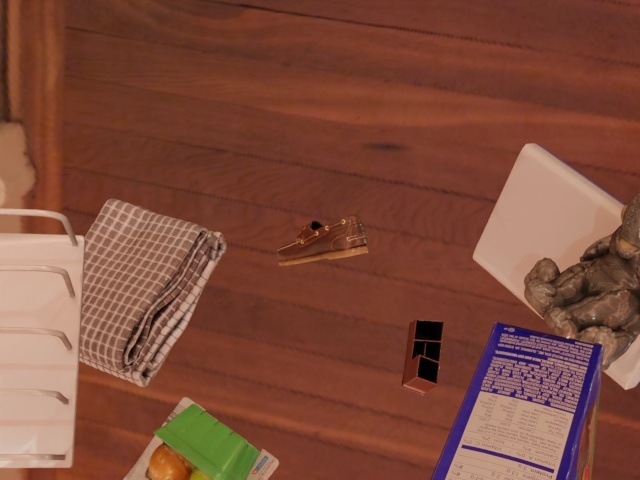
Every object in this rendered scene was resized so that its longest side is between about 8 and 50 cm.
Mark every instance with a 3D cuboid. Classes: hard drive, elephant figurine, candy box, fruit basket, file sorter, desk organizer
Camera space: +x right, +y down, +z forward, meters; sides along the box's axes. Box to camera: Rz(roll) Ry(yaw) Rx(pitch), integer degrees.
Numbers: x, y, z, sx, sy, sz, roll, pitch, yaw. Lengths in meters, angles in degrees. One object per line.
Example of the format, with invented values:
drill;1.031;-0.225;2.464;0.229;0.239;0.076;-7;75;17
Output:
hard drive;0.373;0.030;1.327;0.319;0.040;0.210;45;127;38
elephant figurine;0.379;0.037;1.110;0.239;0.186;0.169;-42;85;10
candy box;0.179;0.284;0.879;0.122;0.317;0.268;10;129;23
fruit basket;-0.292;0.550;1.989;0.327;0.165;0.353;23;76;40
file sorter;-0.372;0.109;1.021;0.193;0.173;0.277;2;75;-9
desk organizer;0.180;0.197;1.610;0.047;0.130;0.050;22;145;-16

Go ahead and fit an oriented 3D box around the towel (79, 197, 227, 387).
towel;-0.312;0.073;1.509;0.235;0.283;0.121;12;154;38

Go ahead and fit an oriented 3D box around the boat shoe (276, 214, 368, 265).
boat shoe;0.000;0.000;1.592;0.207;0.073;0.073;-12;93;43
